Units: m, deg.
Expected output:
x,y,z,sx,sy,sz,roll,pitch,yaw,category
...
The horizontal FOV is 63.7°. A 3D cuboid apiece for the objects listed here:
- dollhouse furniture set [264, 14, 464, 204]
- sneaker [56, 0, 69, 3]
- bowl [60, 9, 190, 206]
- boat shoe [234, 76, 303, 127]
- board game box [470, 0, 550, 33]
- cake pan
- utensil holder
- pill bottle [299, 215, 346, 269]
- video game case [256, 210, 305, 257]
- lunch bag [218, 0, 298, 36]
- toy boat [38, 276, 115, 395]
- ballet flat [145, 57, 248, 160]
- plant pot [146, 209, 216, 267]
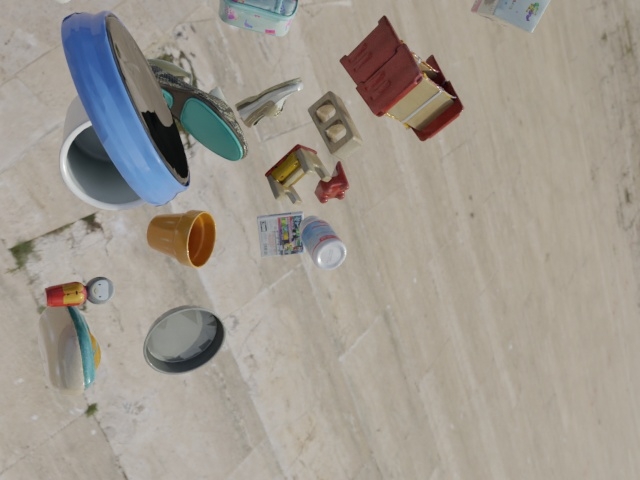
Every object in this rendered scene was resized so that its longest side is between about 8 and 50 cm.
x,y,z,sx,sy,sz,roll,pitch,yaw,category
0.071,-0.229,1.033,0.201,0.374,0.152,11,48,-53,dollhouse furniture set
-0.653,-0.624,1.121,0.236,0.095,0.104,41,21,-3,sneaker
-0.370,-0.263,1.033,0.391,0.077,0.391,159,-90,-89,bowl
-0.176,-0.503,1.885,0.113,0.302,0.103,-38,110,-50,boat shoe
0.426,-0.579,1.006,0.098,0.303,0.224,22,25,-7,board game box
-0.481,0.345,1.822,0.293,0.054,0.293,-16,126,-23,cake pan
-0.712,-0.330,1.768,0.328,0.385,0.327,-12,124,-19,utensil holder
0.000,0.000,1.306,0.087,0.160,0.087,-10,122,-16,pill bottle
-0.156,-0.023,2.068,0.023,0.184,0.201,-105,-169,-52,video game case
-0.156,-0.713,1.420,0.224,0.108,0.279,10,71,-11,lunch bag
-0.595,0.222,1.262,0.148,0.267,0.318,-5,131,-36,toy boat
-0.405,-0.428,1.533,0.483,0.164,0.182,29,52,-14,ballet flat
-0.505,-0.015,1.842,0.205,0.188,0.205,9,90,-75,plant pot
